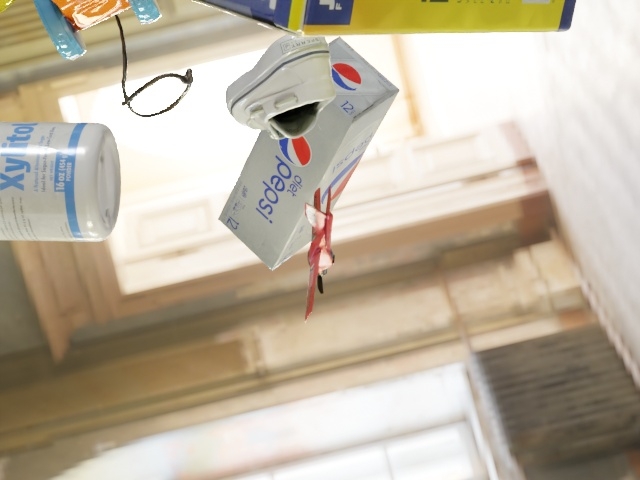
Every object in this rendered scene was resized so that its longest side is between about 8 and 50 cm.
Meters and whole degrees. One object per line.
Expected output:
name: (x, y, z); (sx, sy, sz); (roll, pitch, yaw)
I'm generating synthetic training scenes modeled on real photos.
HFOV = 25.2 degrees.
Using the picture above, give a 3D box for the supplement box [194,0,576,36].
supplement box: (0.045, -0.273, 1.113); (0.357, 0.194, 0.195); (-11, -64, -49)

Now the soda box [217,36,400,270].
soda box: (-0.018, -0.094, 1.643); (0.098, 0.091, 0.286); (43, 140, 12)

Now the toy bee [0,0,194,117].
toy bee: (-0.219, -0.234, 1.257); (0.162, 0.195, 0.298); (64, 160, 20)

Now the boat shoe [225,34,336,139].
boat shoe: (-0.039, -0.132, 1.391); (0.226, 0.083, 0.075); (135, 118, -75)

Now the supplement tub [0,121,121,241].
supplement tub: (-0.174, -0.034, 0.833); (0.071, 0.107, 0.071); (0, -90, -85)

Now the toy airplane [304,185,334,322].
toy airplane: (0.000, 0.000, 1.422); (0.151, 0.028, 0.151); (2, -90, -87)
